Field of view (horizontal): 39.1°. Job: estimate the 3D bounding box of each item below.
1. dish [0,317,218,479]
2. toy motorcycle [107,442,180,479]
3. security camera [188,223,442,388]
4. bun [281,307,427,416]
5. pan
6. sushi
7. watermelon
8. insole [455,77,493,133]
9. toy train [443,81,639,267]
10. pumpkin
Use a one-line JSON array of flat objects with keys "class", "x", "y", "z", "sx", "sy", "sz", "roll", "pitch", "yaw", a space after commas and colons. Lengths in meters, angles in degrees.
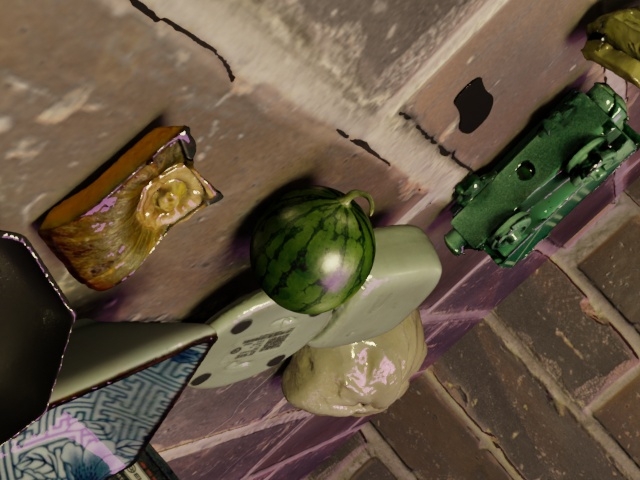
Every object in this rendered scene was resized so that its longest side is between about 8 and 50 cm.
[{"class": "dish", "x": -0.201, "y": 0.117, "z": 0.553, "sx": 0.243, "sy": 0.080, "sz": 0.182, "roll": -19, "pitch": 153, "yaw": -46}, {"class": "toy motorcycle", "x": -0.294, "y": 0.365, "z": 0.932, "sx": 0.358, "sy": 0.125, "sz": 0.213, "roll": -49, "pitch": 165, "yaw": 29}, {"class": "security camera", "x": -0.014, "y": 0.058, "z": 0.862, "sx": 0.301, "sy": 0.080, "sz": 0.157, "roll": -12, "pitch": 151, "yaw": -42}, {"class": "bun", "x": 0.057, "y": 0.166, "z": 1.216, "sx": 0.231, "sy": 0.133, "sz": 0.231, "roll": -39, "pitch": 167, "yaw": -11}, {"class": "pan", "x": -0.208, "y": 0.043, "z": 0.377, "sx": 0.202, "sy": 0.048, "sz": 0.128, "roll": 10, "pitch": 102, "yaw": -46}, {"class": "sushi", "x": 0.372, "y": -0.239, "z": 0.914, "sx": 0.291, "sy": 0.139, "sz": 0.131, "roll": -35, "pitch": 144, "yaw": -24}, {"class": "watermelon", "x": -0.005, "y": 0.002, "z": 0.688, "sx": 0.109, "sy": 0.109, "sz": 0.109, "roll": -38, "pitch": 164, "yaw": -13}, {"class": "insole", "x": 0.146, "y": -0.127, "z": 0.861, "sx": 0.045, "sy": 0.002, "sz": 0.135, "roll": -44, "pitch": 165, "yaw": 7}, {"class": "toy train", "x": 0.268, "y": -0.072, "z": 1.098, "sx": 0.269, "sy": 0.115, "sz": 0.154, "roll": -47, "pitch": 158, "yaw": 17}, {"class": "pumpkin", "x": -0.105, "y": -0.022, "z": 0.499, "sx": 0.101, "sy": 0.035, "sz": 0.073, "roll": -37, "pitch": 153, "yaw": -3}]
